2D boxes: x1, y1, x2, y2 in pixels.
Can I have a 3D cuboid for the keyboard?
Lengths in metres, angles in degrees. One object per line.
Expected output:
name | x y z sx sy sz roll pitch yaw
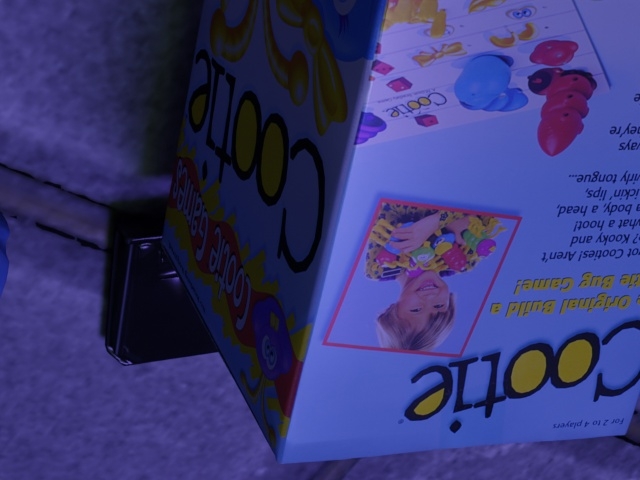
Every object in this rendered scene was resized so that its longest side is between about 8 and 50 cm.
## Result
keyboard | 0.000 0.000 0.744 0.180 0.023 0.108 -8 137 -21

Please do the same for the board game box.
board game box | 0.050 -0.080 0.594 0.144 0.142 0.275 -1 122 -24

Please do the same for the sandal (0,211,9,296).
sandal | -0.183 0.084 0.662 0.138 0.126 0.317 -11 134 -23
